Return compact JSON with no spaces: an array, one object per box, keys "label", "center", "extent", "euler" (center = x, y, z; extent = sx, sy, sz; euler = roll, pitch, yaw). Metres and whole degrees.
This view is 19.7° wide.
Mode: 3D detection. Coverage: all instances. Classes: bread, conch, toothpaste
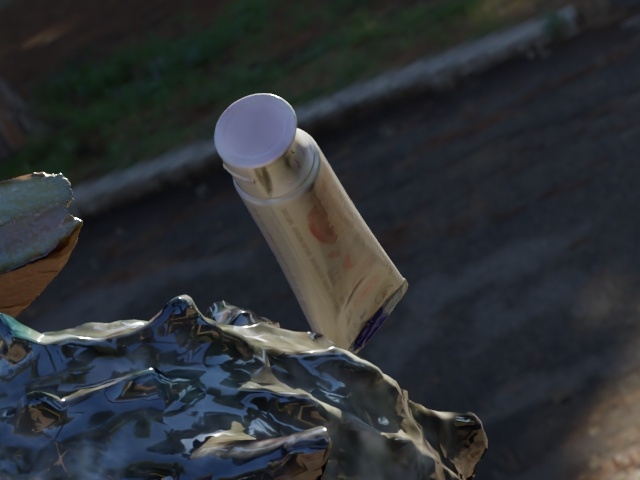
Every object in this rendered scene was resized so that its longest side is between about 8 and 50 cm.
[{"label":"bread","center":[-0.144,0.010,0.746],"extent":[0.062,0.043,0.109],"euler":[-2,-27,-37]},{"label":"conch","center":[-0.045,0.136,0.617],"extent":[0.186,0.313,0.241],"euler":[40,108,41]},{"label":"toothpaste","center":[0.000,0.000,1.382],"extent":[0.066,0.323,0.100],"euler":[30,74,29]}]
